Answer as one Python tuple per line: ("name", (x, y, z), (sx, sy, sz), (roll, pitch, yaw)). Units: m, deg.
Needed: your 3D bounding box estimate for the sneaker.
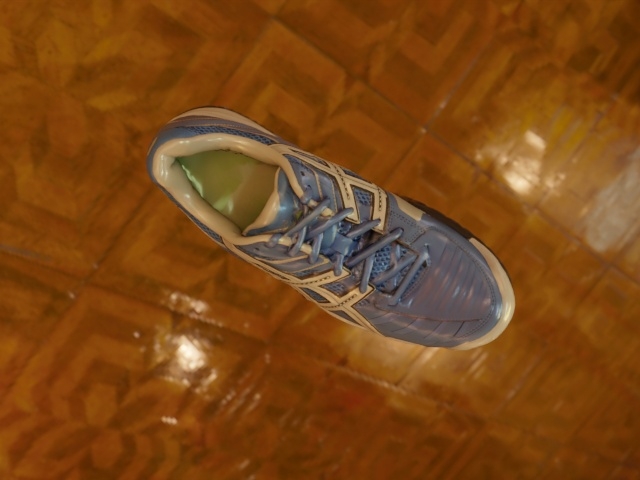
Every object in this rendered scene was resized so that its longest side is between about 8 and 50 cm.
("sneaker", (0.000, 0.000, 0.618), (0.080, 0.211, 0.081), (-66, 175, 9))
